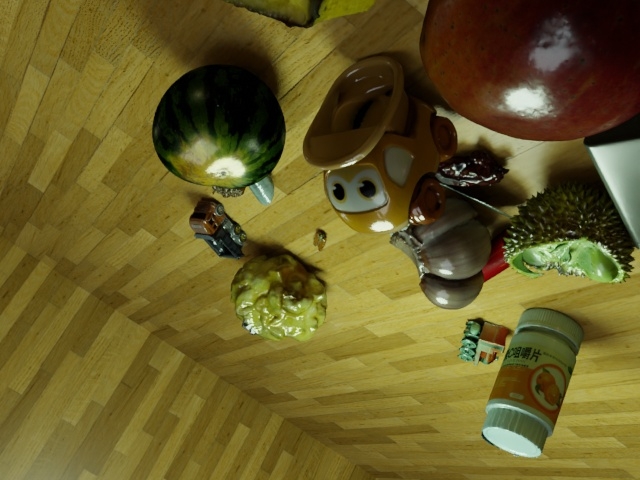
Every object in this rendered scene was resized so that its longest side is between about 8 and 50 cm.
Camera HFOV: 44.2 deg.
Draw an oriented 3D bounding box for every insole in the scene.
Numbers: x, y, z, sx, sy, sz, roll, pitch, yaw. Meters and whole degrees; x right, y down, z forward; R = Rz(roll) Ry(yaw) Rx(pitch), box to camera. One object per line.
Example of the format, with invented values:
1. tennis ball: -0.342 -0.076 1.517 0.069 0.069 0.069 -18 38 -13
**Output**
1. insole: 0.251 -0.107 1.575 0.322 0.007 0.109 25 -176 9

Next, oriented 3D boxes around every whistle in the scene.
1. whistle: -0.184 -0.200 1.818 0.062 0.062 0.312 8 148 34

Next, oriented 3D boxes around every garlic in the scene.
1. garlic: 0.273 0.022 1.618 0.214 0.191 0.160 62 162 17

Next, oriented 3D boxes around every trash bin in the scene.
1. trash bin: 0.541 -0.109 1.235 0.164 0.122 0.240 -4 137 46

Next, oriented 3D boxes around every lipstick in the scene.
1. lipstick: 0.363 0.052 1.736 0.073 0.073 0.280 30 153 -4

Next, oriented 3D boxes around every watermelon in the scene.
1. watermelon: -0.203 -0.226 1.578 0.269 0.269 0.269 22 153 12

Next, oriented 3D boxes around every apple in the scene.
1. apple: 0.303 -0.298 1.091 0.295 0.329 0.365 -6 169 -22

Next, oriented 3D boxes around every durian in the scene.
1. durian: 0.452 -0.011 1.425 0.237 0.176 0.200 -10 131 44

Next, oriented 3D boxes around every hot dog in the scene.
1. hot dog: 0.000 0.000 2.041 0.037 0.021 0.083 47 158 9

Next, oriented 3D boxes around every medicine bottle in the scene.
1. medicine bottle: 0.491 0.330 1.825 0.158 0.318 0.158 22 154 11

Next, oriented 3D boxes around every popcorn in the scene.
1. popcorn: -0.115 0.161 2.229 0.286 0.215 0.252 27 121 0

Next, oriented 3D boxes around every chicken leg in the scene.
1. chicken leg: 0.257 -0.143 1.517 0.219 0.048 0.089 9 145 33

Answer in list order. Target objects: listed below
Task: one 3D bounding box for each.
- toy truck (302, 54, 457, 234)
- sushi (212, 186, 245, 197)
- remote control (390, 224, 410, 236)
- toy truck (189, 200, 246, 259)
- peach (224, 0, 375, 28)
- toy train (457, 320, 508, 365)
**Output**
1. toy truck: 0.107 -0.159 1.407 0.204 0.288 0.211 -3 152 45
2. sushi: -0.232 -0.135 1.984 0.120 0.055 0.052 9 154 36
3. remote control: 0.187 -0.050 1.756 0.073 0.044 0.229 23 161 17
4. toy truck: -0.283 -0.022 2.188 0.083 0.092 0.192 6 145 38
5. peach: -0.031 -0.452 1.042 0.380 0.242 0.306 26 135 35
6. toy train: 0.427 0.277 2.072 0.118 0.074 0.176 16 149 16
